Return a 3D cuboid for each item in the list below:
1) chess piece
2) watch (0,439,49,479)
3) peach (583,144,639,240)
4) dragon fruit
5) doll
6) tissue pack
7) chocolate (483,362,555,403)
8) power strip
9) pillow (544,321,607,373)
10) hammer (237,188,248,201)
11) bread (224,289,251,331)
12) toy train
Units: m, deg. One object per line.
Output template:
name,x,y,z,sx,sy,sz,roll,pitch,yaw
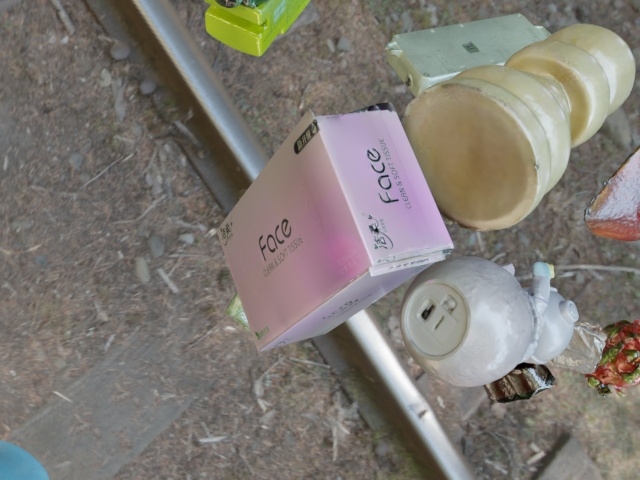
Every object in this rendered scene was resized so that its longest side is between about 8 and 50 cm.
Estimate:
chess piece,0.200,-0.127,0.672,0.261,0.143,0.142,-38,99,-35
watch,-0.358,0.316,0.737,0.193,0.211,0.211,37,65,3
peach,0.450,-0.072,0.962,0.279,0.068,0.189,-29,139,-34
dragon fruit,0.686,0.273,1.619,0.160,0.172,0.166,-22,77,-53
doll,0.214,0.096,0.848,0.287,0.151,0.150,8,76,-49
tissue pack,0.000,0.000,0.679,0.093,0.246,0.148,-11,72,-33
chocolate,0.409,0.267,1.518,0.080,0.149,0.125,51,36,-34
power strip,0.230,-0.283,1.093,0.271,0.046,0.118,-15,54,-18
pillow,0.428,0.191,1.411,0.248,0.135,0.049,14,42,13
hammer,-0.035,-0.062,1.390,0.168,0.440,0.044,44,71,-32
bread,-0.115,0.107,1.310,0.064,0.172,0.232,31,31,5
toy train,-0.087,-0.568,1.419,0.179,0.272,0.442,26,62,9
